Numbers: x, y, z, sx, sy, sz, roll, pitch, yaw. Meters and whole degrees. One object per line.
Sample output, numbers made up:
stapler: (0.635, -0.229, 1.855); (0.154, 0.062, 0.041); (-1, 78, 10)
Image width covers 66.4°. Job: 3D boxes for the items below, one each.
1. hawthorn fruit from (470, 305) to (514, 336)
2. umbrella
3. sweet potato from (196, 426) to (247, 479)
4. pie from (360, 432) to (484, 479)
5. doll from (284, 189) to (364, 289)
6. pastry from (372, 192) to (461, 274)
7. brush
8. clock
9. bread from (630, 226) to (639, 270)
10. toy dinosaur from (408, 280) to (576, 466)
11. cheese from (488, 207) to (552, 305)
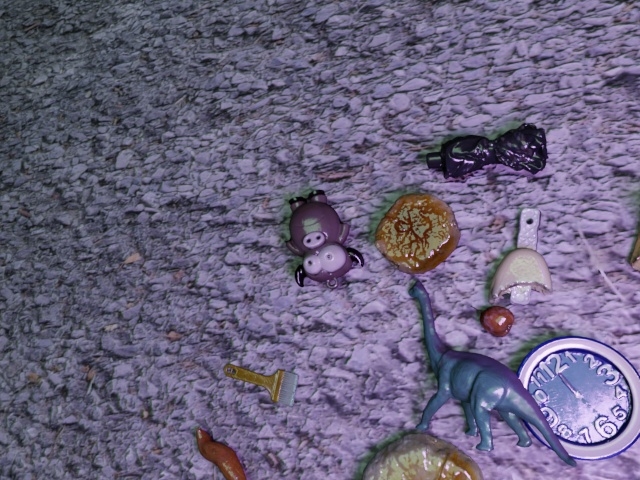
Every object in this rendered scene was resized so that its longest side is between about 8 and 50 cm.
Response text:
hawthorn fruit: (0.371, 0.167, 1.074); (0.103, 0.067, 0.066); (27, 85, 37)
umbrella: (0.389, -0.206, 1.157); (0.273, 0.110, 0.122); (-4, 73, 25)
sweet potato: (-0.241, 0.540, 1.209); (0.202, 0.058, 0.055); (32, 131, 30)
pie: (0.212, 0.558, 1.013); (0.307, 0.071, 0.306); (-4, 75, 18)
doll: (0.000, -0.001, 1.237); (0.182, 0.117, 0.257); (-18, 66, 10)
pastry: (0.231, -0.015, 1.162); (0.182, 0.093, 0.192); (40, 96, 25)
brush: (-0.157, 0.358, 1.252); (0.218, 0.010, 0.082); (8, 78, 24)
clock: (0.508, 0.308, 0.968); (0.231, 0.083, 0.230); (-7, 72, 22)
bread: (0.693, -0.017, 0.944); (0.140, 0.160, 0.169); (17, 81, 25)
toy dinosaur: (0.322, 0.239, 0.997); (0.384, 0.129, 0.330); (-10, 73, 50)
cheese: (0.452, 0.036, 1.086); (0.127, 0.050, 0.235); (6, 69, 24)
